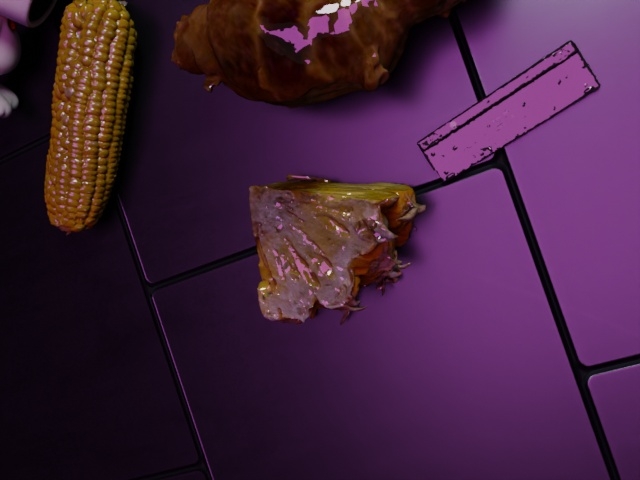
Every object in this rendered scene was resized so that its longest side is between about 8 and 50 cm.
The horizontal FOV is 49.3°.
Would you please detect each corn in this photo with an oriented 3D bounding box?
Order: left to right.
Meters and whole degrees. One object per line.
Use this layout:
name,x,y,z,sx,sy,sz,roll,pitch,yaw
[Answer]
corn,-0.297,-0.157,0.902,0.101,0.102,0.313,13,102,19

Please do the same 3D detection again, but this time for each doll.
doll,-0.396,-0.289,0.888,0.143,0.208,0.272,18,97,-20

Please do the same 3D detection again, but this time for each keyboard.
keyboard,0.201,-0.138,0.763,0.195,0.018,0.060,-32,91,20

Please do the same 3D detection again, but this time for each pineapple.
pineapple,0.000,0.000,0.800,0.236,0.114,0.186,-39,82,22

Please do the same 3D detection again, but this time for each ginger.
ginger,-0.010,-0.280,0.733,0.274,0.152,0.357,47,117,-3
